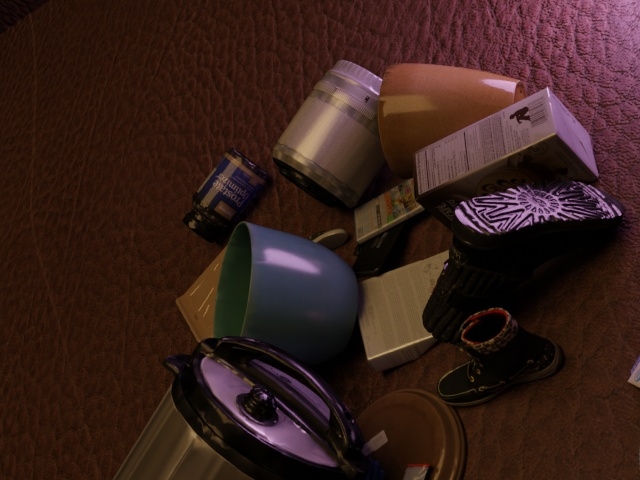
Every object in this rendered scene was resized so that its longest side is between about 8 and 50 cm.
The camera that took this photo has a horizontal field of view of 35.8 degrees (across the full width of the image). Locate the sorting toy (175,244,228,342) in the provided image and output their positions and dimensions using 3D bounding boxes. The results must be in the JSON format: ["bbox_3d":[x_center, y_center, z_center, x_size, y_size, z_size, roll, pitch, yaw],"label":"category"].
[{"bbox_3d":[-0.233,0.125,2.325,0.208,0.038,0.193,-45,41,5],"label":"sorting toy"}]

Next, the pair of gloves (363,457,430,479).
[{"bbox_3d":[0.112,0.457,1.709,0.198,0.023,0.159,-9,57,42],"label":"pair of gloves"}]

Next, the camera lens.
[{"bbox_3d":[0.044,-0.223,2.148,0.219,0.219,0.274,31,87,50],"label":"camera lens"}]

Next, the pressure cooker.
[{"bbox_3d":[-0.131,0.391,1.716,0.420,0.370,0.375,-59,23,11],"label":"pressure cooker"}]

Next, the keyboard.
[{"bbox_3d":[0.118,0.006,2.037,0.108,0.023,0.180,-5,44,44],"label":"keyboard"}]

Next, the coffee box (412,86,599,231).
[{"bbox_3d":[0.338,-0.137,1.846,0.297,0.168,0.118,-26,48,31],"label":"coffee box"}]

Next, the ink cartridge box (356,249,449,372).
[{"bbox_3d":[0.186,0.133,1.915,0.232,0.066,0.189,-18,48,8],"label":"ink cartridge box"}]

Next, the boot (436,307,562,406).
[{"bbox_3d":[0.266,0.196,1.676,0.236,0.179,0.085,-25,49,29],"label":"boot"}]

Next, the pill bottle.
[{"bbox_3d":[-0.236,-0.107,2.416,0.219,0.123,0.123,-53,40,2],"label":"pill bottle"}]

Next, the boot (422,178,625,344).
[{"bbox_3d":[0.348,0.038,1.731,0.131,0.348,0.260,-121,30,-46],"label":"boot"}]

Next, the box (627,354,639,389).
[{"bbox_3d":[0.539,0.208,1.522,0.136,0.028,0.081,27,84,48],"label":"box"}]

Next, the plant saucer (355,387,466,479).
[{"bbox_3d":[0.135,0.392,1.779,0.278,0.041,0.277,-25,49,32],"label":"plant saucer"}]

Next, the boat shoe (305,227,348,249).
[{"bbox_3d":[0.000,0.000,2.172,0.142,0.049,0.040,-26,47,32],"label":"boat shoe"}]

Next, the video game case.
[{"bbox_3d":[0.145,-0.066,2.066,0.166,0.015,0.119,-29,31,18],"label":"video game case"}]

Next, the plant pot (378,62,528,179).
[{"bbox_3d":[0.276,-0.244,1.962,0.254,0.237,0.237,-1,62,27],"label":"plant pot"}]

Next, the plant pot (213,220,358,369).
[{"bbox_3d":[-0.064,0.124,1.961,0.293,0.235,0.292,-171,90,-74],"label":"plant pot"}]
